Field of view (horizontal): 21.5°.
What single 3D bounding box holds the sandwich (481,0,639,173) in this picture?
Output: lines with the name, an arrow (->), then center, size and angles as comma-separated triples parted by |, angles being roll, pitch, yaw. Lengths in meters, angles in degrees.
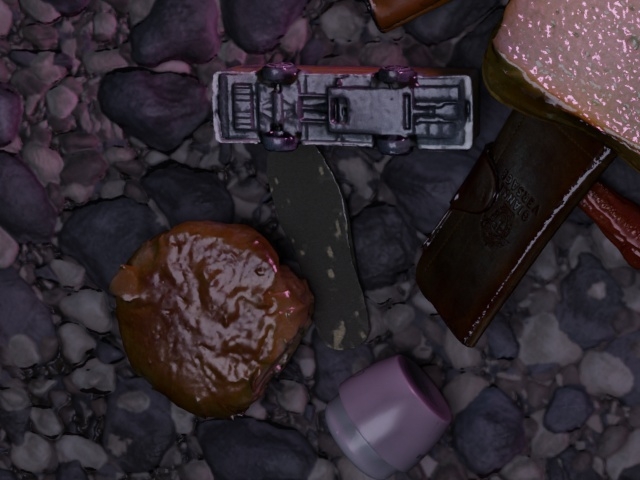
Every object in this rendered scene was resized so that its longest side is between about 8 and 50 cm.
sandwich -> 0.302, -0.188, 1.593 | 0.251, 0.087, 0.226 | 29, 81, 9

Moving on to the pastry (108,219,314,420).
pastry -> -0.115, 0.088, 1.817 | 0.218, 0.100, 0.229 | 0, 99, 16

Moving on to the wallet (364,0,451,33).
wallet -> 0.090, -0.328, 1.682 | 0.161, 0.042, 0.195 | -23, 97, 26

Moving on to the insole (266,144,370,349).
insole -> 0.000, 0.000, 1.806 | 0.081, 0.011, 0.248 | -11, 100, 23

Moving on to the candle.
candle -> 0.294, -0.022, 1.683 | 0.162, 0.048, 0.053 | 41, 114, 5

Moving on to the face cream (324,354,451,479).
face cream -> 0.071, 0.186, 1.773 | 0.104, 0.117, 0.117 | -40, 89, 13

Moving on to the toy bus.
toy bus -> 0.029, -0.139, 1.712 | 0.268, 0.106, 0.092 | 2, 104, 15

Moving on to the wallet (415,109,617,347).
wallet -> 0.185, -0.027, 1.696 | 0.255, 0.031, 0.137 | -56, 47, 20
